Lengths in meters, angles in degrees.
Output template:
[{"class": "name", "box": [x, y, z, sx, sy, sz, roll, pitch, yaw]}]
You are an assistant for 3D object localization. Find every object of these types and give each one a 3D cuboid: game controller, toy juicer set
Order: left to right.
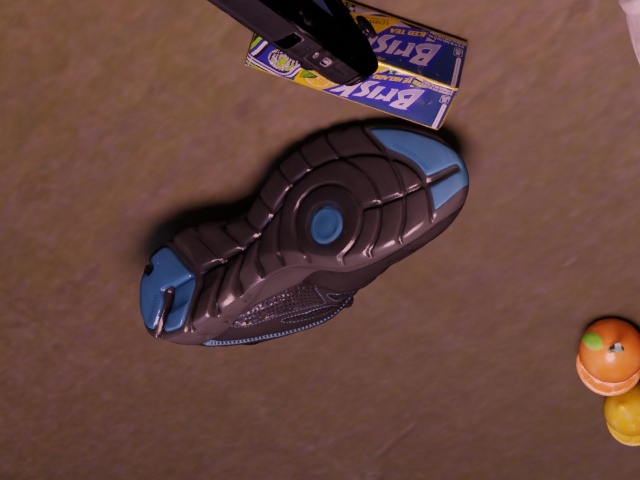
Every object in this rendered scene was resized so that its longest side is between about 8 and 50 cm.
[{"class": "game controller", "box": [-0.062, -0.214, 1.407, 0.067, 0.166, 0.319, -29, 155, 17]}, {"class": "toy juicer set", "box": [0.371, 0.170, 1.839, 0.209, 0.089, 0.329, -28, 124, 37]}]

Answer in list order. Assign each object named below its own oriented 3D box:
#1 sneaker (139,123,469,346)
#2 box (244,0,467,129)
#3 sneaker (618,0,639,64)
[{"class": "sneaker", "box": [0.000, 0.000, 1.758, 0.341, 0.125, 0.140, -24, 154, 31]}, {"class": "box", "box": [0.029, -0.150, 1.600, 0.169, 0.059, 0.054, 18, 140, -4]}, {"class": "sneaker", "box": [0.374, -0.154, 1.351, 0.385, 0.147, 0.145, -7, -179, -18]}]
